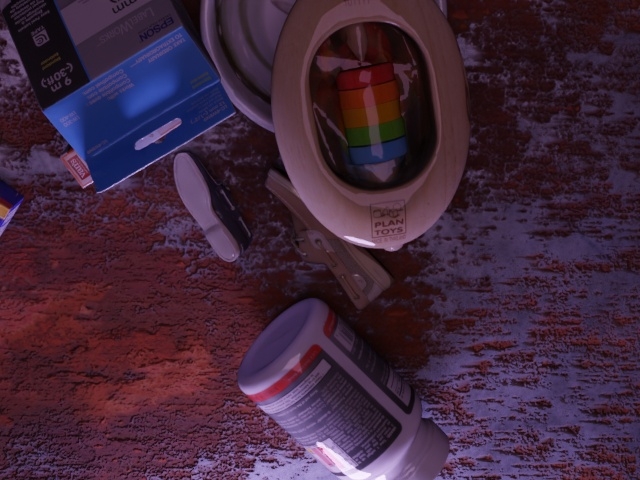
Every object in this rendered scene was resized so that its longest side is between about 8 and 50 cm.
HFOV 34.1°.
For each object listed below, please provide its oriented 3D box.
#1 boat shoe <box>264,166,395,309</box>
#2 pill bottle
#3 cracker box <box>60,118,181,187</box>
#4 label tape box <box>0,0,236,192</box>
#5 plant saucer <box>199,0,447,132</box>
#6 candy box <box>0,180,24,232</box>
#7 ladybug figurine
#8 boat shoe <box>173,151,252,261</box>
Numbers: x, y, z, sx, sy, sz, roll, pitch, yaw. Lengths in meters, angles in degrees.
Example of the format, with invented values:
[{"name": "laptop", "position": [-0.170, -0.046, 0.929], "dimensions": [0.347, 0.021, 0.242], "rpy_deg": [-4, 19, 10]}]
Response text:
[{"name": "boat shoe", "position": [0.000, 0.000, 1.807], "dimensions": [0.098, 0.109, 0.302], "rpy_deg": [-43, 111, 5]}, {"name": "pill bottle", "position": [0.046, 0.291, 1.834], "dimensions": [0.210, 0.210, 0.363], "rpy_deg": [-43, 105, 6]}, {"name": "cracker box", "position": [-0.302, -0.188, 1.694], "dimensions": [0.232, 0.156, 0.067], "rpy_deg": [-34, 107, 3]}, {"name": "label tape box", "position": [-0.313, -0.282, 1.586], "dimensions": [0.249, 0.115, 0.348], "rpy_deg": [-30, 63, 5]}, {"name": "plant saucer", "position": [0.003, -0.365, 1.710], "dimensions": [0.400, 0.100, 0.401], "rpy_deg": [-2, 106, -6]}, {"name": "candy box", "position": [-0.691, -0.005, 1.718], "dimensions": [0.268, 0.122, 0.317], "rpy_deg": [32, 99, -13]}, {"name": "ladybug figurine", "position": [0.074, -0.203, 1.626], "dimensions": [0.304, 0.162, 0.450], "rpy_deg": [-8, 105, -5]}, {"name": "boat shoe", "position": [-0.184, -0.066, 1.802], "dimensions": [0.065, 0.075, 0.206], "rpy_deg": [-37, 105, -41]}]
